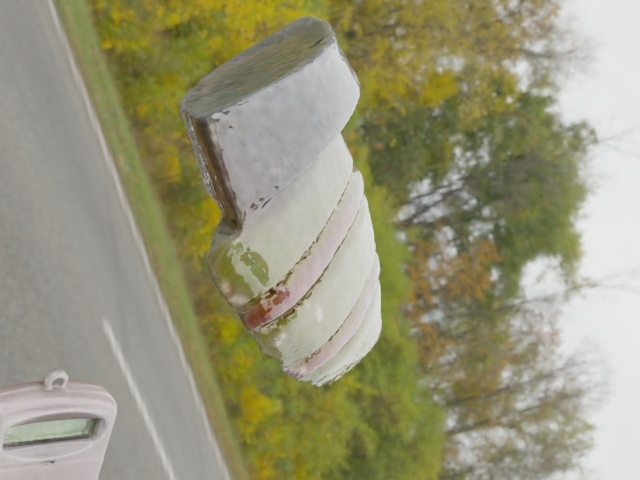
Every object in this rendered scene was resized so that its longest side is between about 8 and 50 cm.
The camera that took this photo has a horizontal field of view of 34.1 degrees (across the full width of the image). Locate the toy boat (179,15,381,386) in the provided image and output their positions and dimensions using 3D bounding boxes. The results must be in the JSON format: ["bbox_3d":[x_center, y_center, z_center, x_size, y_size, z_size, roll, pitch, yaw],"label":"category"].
[{"bbox_3d":[-0.012,-0.021,0.771,0.276,0.111,0.293,-32,110,-69],"label":"toy boat"}]

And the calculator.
[{"bbox_3d":[-0.189,0.159,0.662,0.032,0.100,0.175,31,-71,40],"label":"calculator"}]
